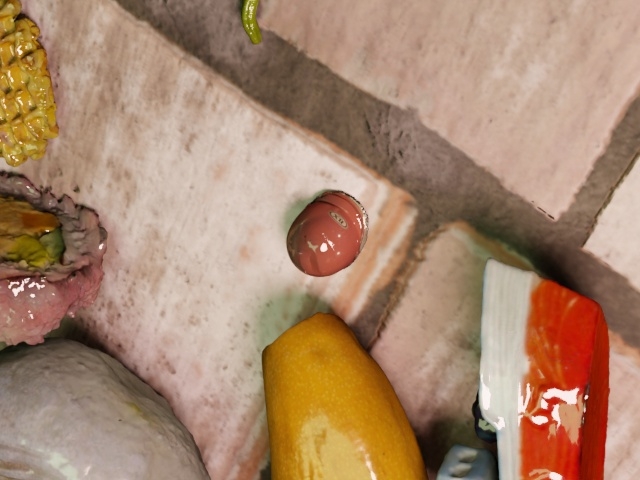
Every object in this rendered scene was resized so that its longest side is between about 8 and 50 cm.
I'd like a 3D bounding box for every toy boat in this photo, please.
[{"bbox_3d":[0.156,0.163,0.997,0.133,0.145,0.331,9,121,21],"label":"toy boat"}]

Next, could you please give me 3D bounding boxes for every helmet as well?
[{"bbox_3d":[0.000,0.000,1.080,0.065,0.049,0.084,41,129,10],"label":"helmet"}]

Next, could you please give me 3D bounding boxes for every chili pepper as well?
[{"bbox_3d":[-0.048,-0.201,1.031,0.030,0.017,0.083,40,128,8],"label":"chili pepper"}]

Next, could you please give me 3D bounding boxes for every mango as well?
[{"bbox_3d":[0.025,0.239,1.116,0.187,0.144,0.359,24,127,61],"label":"mango"}]

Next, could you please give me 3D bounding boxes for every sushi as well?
[{"bbox_3d":[-0.332,0.017,1.232,0.241,0.161,0.107,25,126,20],"label":"sushi"}]

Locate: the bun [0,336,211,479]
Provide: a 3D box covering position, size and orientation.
[{"bbox_3d":[-0.251,0.266,1.275,0.362,0.211,0.361,12,117,25],"label":"bun"}]

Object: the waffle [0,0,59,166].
[{"bbox_3d":[-0.328,-0.162,1.219,0.191,0.038,0.191,14,120,26],"label":"waffle"}]
